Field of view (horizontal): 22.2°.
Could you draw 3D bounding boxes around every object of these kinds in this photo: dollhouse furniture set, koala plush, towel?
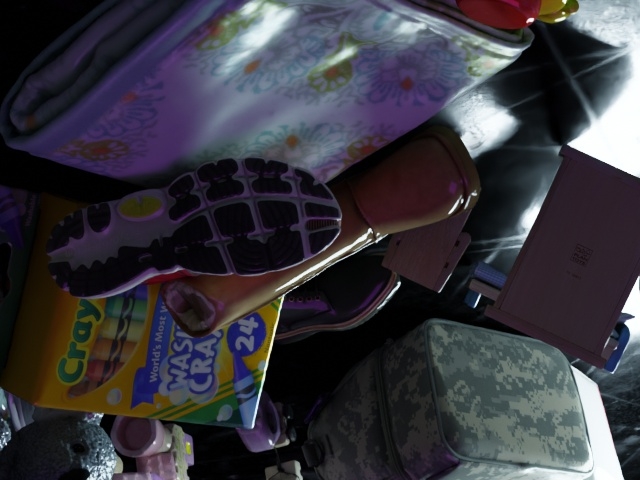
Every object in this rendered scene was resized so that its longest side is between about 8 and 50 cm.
[{"bbox_3d":[0.241,0.000,1.845,0.286,0.198,0.303,25,180,5],"label":"dollhouse furniture set"},{"bbox_3d":[-0.311,0.242,1.699,0.221,0.196,0.203,-18,-166,-33],"label":"koala plush"},{"bbox_3d":[-0.044,-0.145,1.421,0.374,0.090,0.320,-30,148,32],"label":"towel"}]

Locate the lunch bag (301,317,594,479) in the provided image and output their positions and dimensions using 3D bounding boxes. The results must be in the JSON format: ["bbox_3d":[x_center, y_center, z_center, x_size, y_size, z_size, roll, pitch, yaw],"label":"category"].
[{"bbox_3d":[0.162,0.250,2.142,0.305,0.212,0.256,12,144,-38],"label":"lunch bag"}]

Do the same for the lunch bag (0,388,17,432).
[{"bbox_3d":[-0.466,0.229,1.897,0.223,0.160,0.262,-23,165,10],"label":"lunch bag"}]

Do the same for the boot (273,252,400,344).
[{"bbox_3d":[-0.023,0.054,1.841,0.198,0.076,0.137,-28,144,27],"label":"boot"}]

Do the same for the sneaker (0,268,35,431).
[{"bbox_3d":[-0.263,0.123,1.808,0.180,0.124,0.321,-8,153,-6],"label":"sneaker"}]

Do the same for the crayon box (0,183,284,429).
[{"bbox_3d":[-0.192,0.072,1.648,0.323,0.203,0.083,11,-177,-38],"label":"crayon box"}]

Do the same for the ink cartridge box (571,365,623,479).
[{"bbox_3d":[0.267,0.339,2.347,0.306,0.226,0.131,-25,150,25],"label":"ink cartridge box"}]

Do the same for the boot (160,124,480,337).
[{"bbox_3d":[0.000,0.000,1.564,0.269,0.089,0.236,-29,179,-23],"label":"boot"}]

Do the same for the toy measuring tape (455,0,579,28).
[{"bbox_3d":[0.116,-0.251,1.256,0.121,0.121,0.330,-28,144,28],"label":"toy measuring tape"}]

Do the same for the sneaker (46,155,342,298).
[{"bbox_3d":[-0.111,-0.015,1.493,0.279,0.107,0.118,-8,180,15],"label":"sneaker"}]

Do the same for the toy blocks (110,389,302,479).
[{"bbox_3d":[-0.199,0.343,2.082,0.309,0.288,0.260,-15,159,13],"label":"toy blocks"}]

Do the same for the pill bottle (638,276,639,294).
[{"bbox_3d":[0.475,0.077,2.059,0.108,0.108,0.180,-22,152,18],"label":"pill bottle"}]
